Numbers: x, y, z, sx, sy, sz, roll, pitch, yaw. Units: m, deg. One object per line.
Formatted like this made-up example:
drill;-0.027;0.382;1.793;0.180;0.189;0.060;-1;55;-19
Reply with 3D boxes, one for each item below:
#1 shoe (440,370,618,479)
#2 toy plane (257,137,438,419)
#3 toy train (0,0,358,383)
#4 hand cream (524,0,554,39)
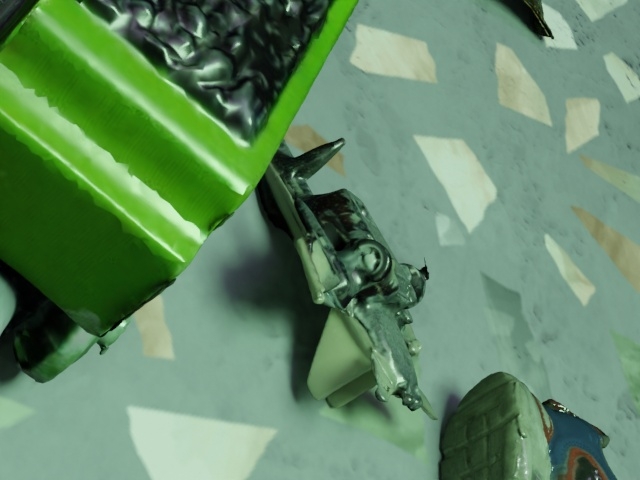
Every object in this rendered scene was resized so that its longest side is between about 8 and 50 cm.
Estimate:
shoe;0.155;0.201;1.046;0.126;0.099;0.227;19;50;-33
toy plane;0.010;-0.005;1.038;0.192;0.088;0.262;33;37;-65
toy train;-0.112;-0.073;0.839;0.173;0.249;0.307;42;44;-15
hand cream;0.145;-0.229;1.344;0.163;0.039;0.062;26;35;-35
